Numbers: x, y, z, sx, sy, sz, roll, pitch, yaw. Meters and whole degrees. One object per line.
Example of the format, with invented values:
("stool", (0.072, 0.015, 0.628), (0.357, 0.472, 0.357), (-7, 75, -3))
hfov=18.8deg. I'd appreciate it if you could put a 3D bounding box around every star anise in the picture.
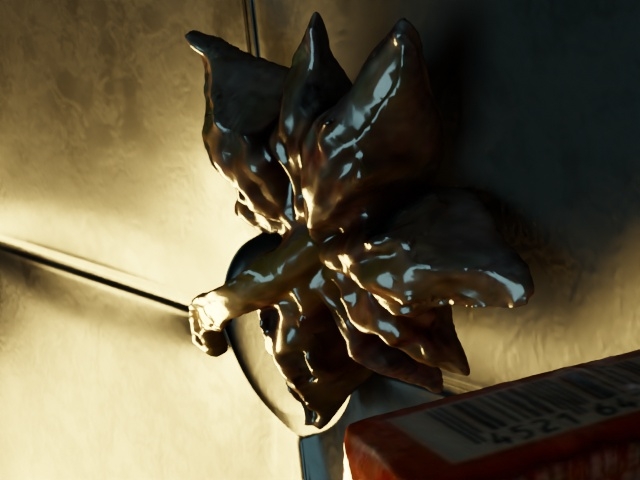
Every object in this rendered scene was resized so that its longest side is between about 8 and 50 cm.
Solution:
("star anise", (0.001, -0.002, 1.246), (0.349, 0.109, 0.292), (9, 108, 51))

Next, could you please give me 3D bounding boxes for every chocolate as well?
("chocolate", (0.119, 0.187, 1.072), (0.108, 0.237, 0.234), (39, 135, 50))
